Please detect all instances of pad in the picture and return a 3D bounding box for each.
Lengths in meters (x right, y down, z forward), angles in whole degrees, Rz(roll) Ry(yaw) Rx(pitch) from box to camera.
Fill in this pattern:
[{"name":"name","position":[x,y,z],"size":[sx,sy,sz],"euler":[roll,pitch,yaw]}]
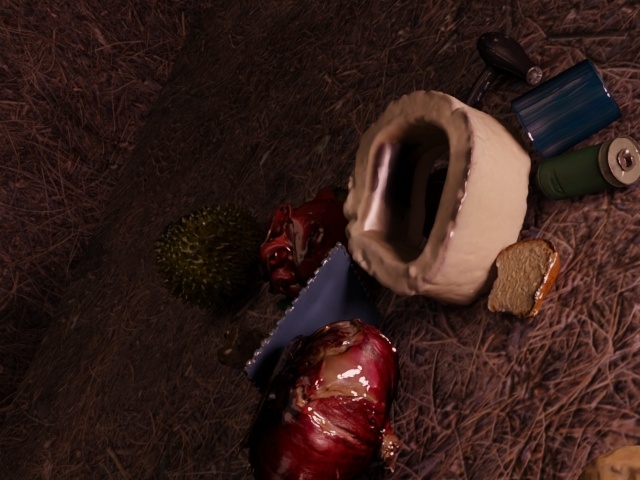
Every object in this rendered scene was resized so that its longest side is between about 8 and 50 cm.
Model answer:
[{"name":"pad","position":[-0.006,0.167,1.816],"size":[0.012,0.269,0.269],"euler":[25,68,31]}]

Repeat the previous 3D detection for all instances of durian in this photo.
[{"name":"durian","position":[-0.258,0.028,2.505],"size":[0.291,0.225,0.291],"euler":[-48,19,23]}]

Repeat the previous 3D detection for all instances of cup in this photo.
[{"name":"cup","position":[0.385,-0.213,1.733],"size":[0.138,0.113,0.150],"euler":[-30,25,16]}]

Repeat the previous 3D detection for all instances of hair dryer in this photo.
[{"name":"hair dryer","position":[0.314,-0.277,2.067],"size":[0.219,0.075,0.195],"euler":[-59,31,17]}]

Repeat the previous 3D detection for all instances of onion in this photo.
[{"name":"onion","position":[0.021,0.268,1.686],"size":[0.314,0.232,0.314],"euler":[-64,-2,-3]}]

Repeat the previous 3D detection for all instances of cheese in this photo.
[{"name":"cheese","position":[0.181,-0.063,1.783],"size":[0.292,0.153,0.332],"euler":[4,79,52]}]

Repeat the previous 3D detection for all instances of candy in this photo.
[{"name":"candy","position":[-0.147,0.217,2.192],"size":[0.085,0.110,0.095],"euler":[-15,54,67]}]

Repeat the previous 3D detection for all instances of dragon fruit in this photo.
[{"name":"dragon fruit","position":[0.000,0.000,2.047],"size":[0.234,0.234,0.293],"euler":[-19,57,53]}]

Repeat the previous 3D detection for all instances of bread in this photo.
[{"name":"bread","position":[0.306,0.061,1.638],"size":[0.129,0.044,0.126],"euler":[1,66,59]}]

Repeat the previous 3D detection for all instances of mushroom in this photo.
[{"name":"mushroom","position":[0.222,-0.083,1.936],"size":[0.135,0.080,0.170],"euler":[-2,59,49]}]

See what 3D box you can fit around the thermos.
[{"name":"thermos","position":[0.392,-0.108,1.655],"size":[0.188,0.073,0.083],"euler":[-14,53,57]}]

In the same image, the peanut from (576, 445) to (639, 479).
[{"name":"peanut","position":[0.392,0.252,1.098],"size":[0.313,0.149,0.149],"euler":[-28,35,50]}]
